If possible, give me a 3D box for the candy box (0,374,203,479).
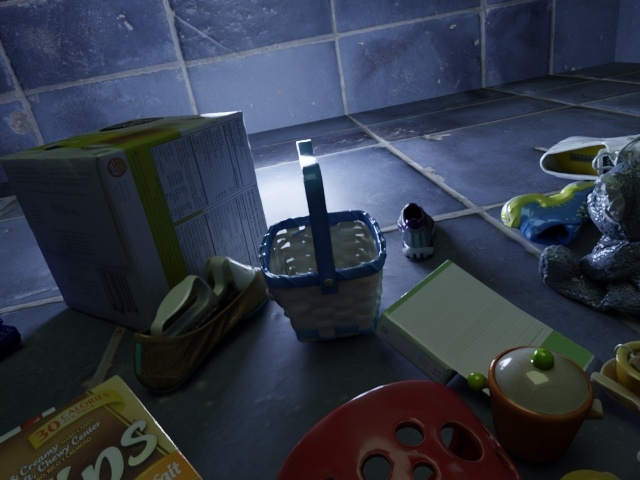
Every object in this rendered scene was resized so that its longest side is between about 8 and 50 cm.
[{"bbox_3d":[-0.186,0.276,0.396,0.183,0.087,0.317,-29,40,-36],"label":"candy box"}]

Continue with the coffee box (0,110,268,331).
[{"bbox_3d":[-0.350,-0.060,0.939,0.338,0.338,0.334,7,30,33],"label":"coffee box"}]

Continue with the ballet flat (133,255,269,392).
[{"bbox_3d":[-0.189,0.103,0.779,0.116,0.124,0.342,4,28,29],"label":"ballet flat"}]

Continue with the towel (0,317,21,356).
[{"bbox_3d":[-0.723,0.227,0.782,0.228,0.076,0.308,3,28,26],"label":"towel"}]

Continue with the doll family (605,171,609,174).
[{"bbox_3d":[0.657,-0.119,0.880,0.193,0.076,0.111,-21,21,-2],"label":"doll family"}]

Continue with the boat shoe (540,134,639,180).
[{"bbox_3d":[0.678,-0.181,1.036,0.157,0.135,0.367,-24,25,-28],"label":"boat shoe"}]

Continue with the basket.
[{"bbox_3d":[0.000,0.000,0.726,0.201,0.288,0.254,-5,21,-1],"label":"basket"}]

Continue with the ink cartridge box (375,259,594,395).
[{"bbox_3d":[0.220,0.141,0.624,0.171,0.056,0.235,-30,55,-35],"label":"ink cartridge box"}]

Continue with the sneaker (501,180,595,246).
[{"bbox_3d":[0.489,-0.041,0.896,0.240,0.091,0.126,-13,43,-5],"label":"sneaker"}]

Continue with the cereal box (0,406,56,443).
[{"bbox_3d":[-0.389,0.309,0.505,0.240,0.047,0.173,-30,32,-36],"label":"cereal box"}]

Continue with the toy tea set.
[{"bbox_3d":[0.324,0.157,0.439,0.336,0.124,0.200,-16,31,-12],"label":"toy tea set"}]

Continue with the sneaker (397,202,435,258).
[{"bbox_3d":[0.208,-0.050,0.982,0.083,0.098,0.223,-7,25,8],"label":"sneaker"}]

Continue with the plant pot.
[{"bbox_3d":[0.080,0.228,0.328,0.191,0.191,0.174,-19,31,-18],"label":"plant pot"}]

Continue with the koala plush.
[{"bbox_3d":[0.464,-0.019,0.666,0.196,0.221,0.203,-18,26,-17],"label":"koala plush"}]
